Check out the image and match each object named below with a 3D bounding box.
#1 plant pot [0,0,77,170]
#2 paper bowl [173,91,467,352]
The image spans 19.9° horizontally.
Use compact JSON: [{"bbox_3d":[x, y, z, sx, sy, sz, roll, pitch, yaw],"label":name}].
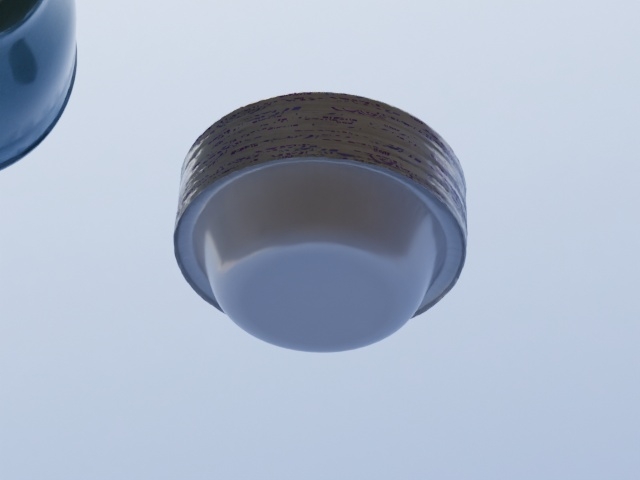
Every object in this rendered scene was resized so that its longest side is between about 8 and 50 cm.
[{"bbox_3d":[-0.346,-0.218,1.684,0.271,0.272,0.255,-28,174,-19],"label":"plant pot"},{"bbox_3d":[0.000,0.000,1.761,0.284,0.284,0.148,-6,-130,12],"label":"paper bowl"}]
